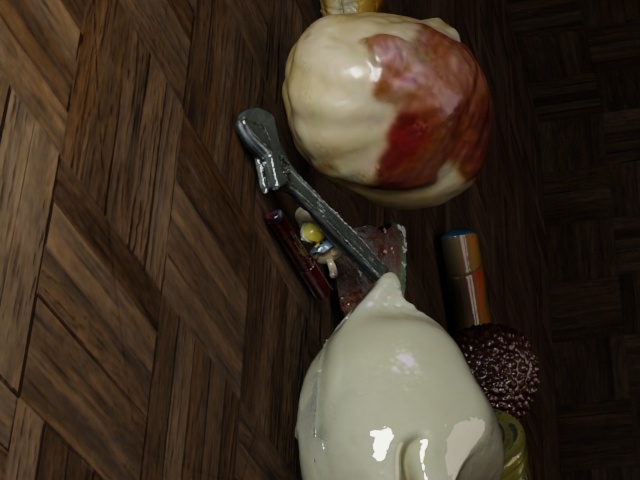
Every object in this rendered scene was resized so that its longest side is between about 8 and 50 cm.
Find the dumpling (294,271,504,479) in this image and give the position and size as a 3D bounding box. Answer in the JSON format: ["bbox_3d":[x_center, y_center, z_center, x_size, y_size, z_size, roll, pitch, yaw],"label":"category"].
[{"bbox_3d":[0.065,0.237,1.565,0.315,0.233,0.395,112,-27,-46],"label":"dumpling"}]

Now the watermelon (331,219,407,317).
[{"bbox_3d":[0.048,0.031,1.768,0.139,0.071,0.187,59,35,-41],"label":"watermelon"}]

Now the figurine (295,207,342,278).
[{"bbox_3d":[0.000,0.000,1.615,0.083,0.047,0.050,56,12,-25],"label":"figurine"}]

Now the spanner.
[{"bbox_3d":[-0.005,-0.039,1.561,0.325,0.026,0.093,46,33,-46],"label":"spanner"}]

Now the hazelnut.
[{"bbox_3d":[0.075,-0.162,1.615,0.241,0.261,0.261,-62,157,-9],"label":"hazelnut"}]

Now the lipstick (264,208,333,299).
[{"bbox_3d":[-0.026,0.015,1.569,0.176,0.027,0.027,58,28,-55],"label":"lipstick"}]

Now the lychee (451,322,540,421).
[{"bbox_3d":[0.264,0.224,2.251,0.188,0.188,0.188,-8,90,-75],"label":"lychee"}]

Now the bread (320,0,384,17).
[{"bbox_3d":[0.038,-0.337,1.871,0.106,0.082,0.125,-84,164,-60],"label":"bread"}]

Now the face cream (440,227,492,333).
[{"bbox_3d":[0.265,0.113,2.516,0.139,0.067,0.285,-50,130,-74],"label":"face cream"}]

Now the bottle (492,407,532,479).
[{"bbox_3d":[0.244,0.433,2.082,0.171,0.172,0.351,-70,149,-60],"label":"bottle"}]
